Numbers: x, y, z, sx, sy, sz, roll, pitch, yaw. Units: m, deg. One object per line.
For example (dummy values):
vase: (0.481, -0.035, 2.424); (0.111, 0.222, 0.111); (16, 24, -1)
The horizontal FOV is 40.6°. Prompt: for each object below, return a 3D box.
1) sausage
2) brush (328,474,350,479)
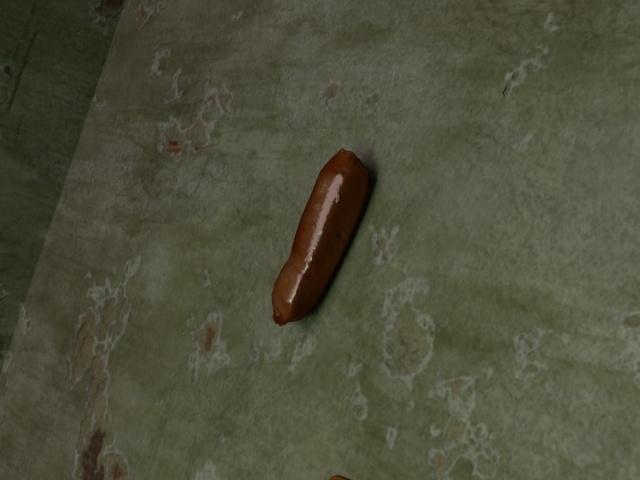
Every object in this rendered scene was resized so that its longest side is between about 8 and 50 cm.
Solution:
sausage: (0.000, 0.000, 1.608); (0.097, 0.094, 0.349); (28, 97, 63)
brush: (0.113, 0.420, 1.358); (0.314, 0.017, 0.090); (1, 72, 49)
